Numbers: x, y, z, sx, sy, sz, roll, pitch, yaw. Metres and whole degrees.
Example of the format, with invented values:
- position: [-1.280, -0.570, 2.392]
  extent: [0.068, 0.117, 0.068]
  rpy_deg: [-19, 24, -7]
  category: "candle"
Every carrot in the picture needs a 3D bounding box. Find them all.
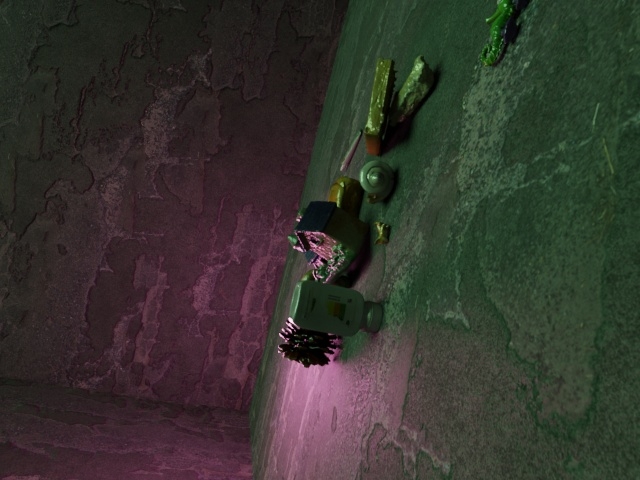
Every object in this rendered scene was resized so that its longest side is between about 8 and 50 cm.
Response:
- position: [0.073, 0.200, 1.893]
  extent: [0.298, 0.078, 0.078]
  rpy_deg: [141, 141, -79]
  category: "carrot"

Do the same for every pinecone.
- position: [-0.045, 0.409, 1.779]
  extent: [0.264, 0.264, 0.264]
  rpy_deg: [-167, 90, -78]
  category: "pinecone"

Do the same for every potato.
- position: [-0.041, 0.257, 2.116]
  extent: [0.113, 0.150, 0.251]
  rpy_deg: [-118, 43, -62]
  category: "potato"

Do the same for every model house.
- position: [0.000, 0.000, 1.747]
  extent: [0.312, 0.280, 0.245]
  rpy_deg: [-52, 9, 49]
  category: "model house"

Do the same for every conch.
- position: [0.225, -0.230, 1.601]
  extent: [0.255, 0.127, 0.158]
  rpy_deg: [-42, -61, -74]
  category: "conch"

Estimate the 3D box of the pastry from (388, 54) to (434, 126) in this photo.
- position: [0.323, -0.529, 1.479]
  extent: [0.258, 0.089, 0.121]
  rpy_deg: [128, 148, -59]
  category: "pastry"

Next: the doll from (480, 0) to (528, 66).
- position: [0.447, -0.532, 1.033]
  extent: [0.115, 0.050, 0.190]
  rpy_deg: [-131, 53, -70]
  category: "doll"

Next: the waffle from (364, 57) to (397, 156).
- position: [0.235, -0.509, 1.640]
  extent: [0.348, 0.078, 0.304]
  rpy_deg: [13, -91, -82]
  category: "waffle"

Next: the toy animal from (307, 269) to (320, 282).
- position: [-0.010, 0.221, 1.985]
  extent: [0.137, 0.082, 0.269]
  rpy_deg: [40, 143, 56]
  category: "toy animal"

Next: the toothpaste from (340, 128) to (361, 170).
- position: [0.164, -0.486, 2.252]
  extent: [0.067, 0.037, 0.255]
  rpy_deg: [-85, 17, -53]
  category: "toothpaste"

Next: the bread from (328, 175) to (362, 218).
- position: [0.103, -0.144, 1.954]
  extent: [0.167, 0.132, 0.294]
  rpy_deg: [-177, 101, -71]
  category: "bread"

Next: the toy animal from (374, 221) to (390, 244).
- position: [0.215, -0.023, 1.503]
  extent: [0.081, 0.060, 0.083]
  rpy_deg: [20, 98, 37]
  category: "toy animal"

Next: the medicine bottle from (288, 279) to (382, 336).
- position: [0.052, 0.234, 1.395]
  extent: [0.111, 0.296, 0.161]
  rpy_deg: [162, 122, -74]
  category: "medicine bottle"
